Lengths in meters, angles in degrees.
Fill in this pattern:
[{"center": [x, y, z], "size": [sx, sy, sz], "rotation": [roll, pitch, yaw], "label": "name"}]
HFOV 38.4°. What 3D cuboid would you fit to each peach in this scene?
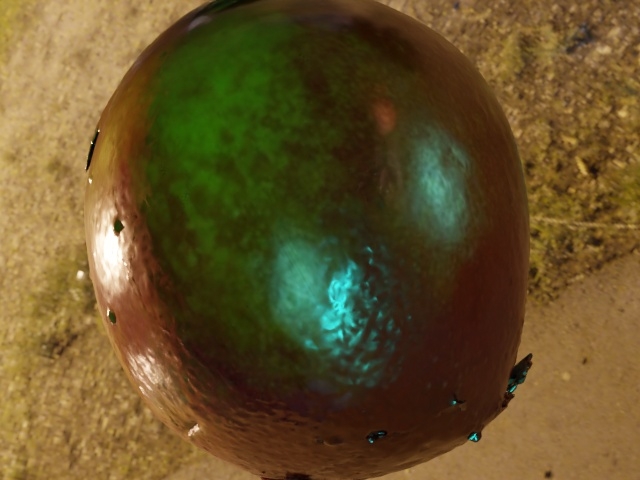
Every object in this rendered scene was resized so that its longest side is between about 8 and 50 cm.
[{"center": [0.000, 0.000, 0.684], "size": [0.370, 0.370, 0.370], "rotation": [-32, 46, 41], "label": "peach"}]
